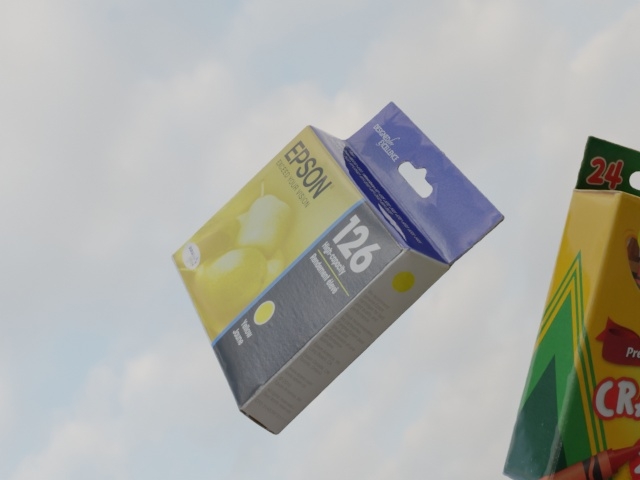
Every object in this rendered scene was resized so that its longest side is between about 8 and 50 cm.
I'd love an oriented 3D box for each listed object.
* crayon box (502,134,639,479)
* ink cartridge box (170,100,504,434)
[{"bbox_3d":[0.301,0.082,1.083,0.202,0.081,0.318,14,-91,-22],"label":"crayon box"},{"bbox_3d":[0.000,0.000,1.242,0.307,0.303,0.072,-46,-57,8],"label":"ink cartridge box"}]
